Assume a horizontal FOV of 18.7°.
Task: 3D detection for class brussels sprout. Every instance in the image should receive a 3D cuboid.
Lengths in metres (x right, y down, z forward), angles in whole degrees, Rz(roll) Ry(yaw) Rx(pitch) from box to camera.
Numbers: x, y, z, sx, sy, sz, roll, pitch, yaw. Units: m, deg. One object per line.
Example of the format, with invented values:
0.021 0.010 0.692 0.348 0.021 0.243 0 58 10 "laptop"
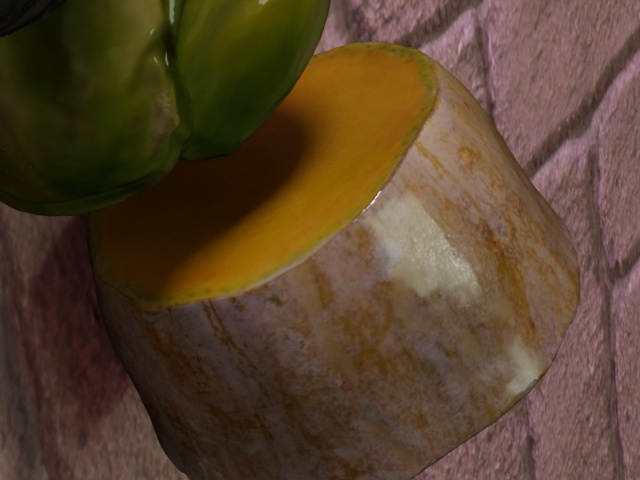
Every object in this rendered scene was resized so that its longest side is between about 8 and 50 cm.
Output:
-0.122 -0.157 1.209 0.294 0.227 0.259 -63 162 14 "brussels sprout"

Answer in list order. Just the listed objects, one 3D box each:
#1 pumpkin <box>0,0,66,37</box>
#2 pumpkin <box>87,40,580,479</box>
-0.233 -0.236 0.943 0.328 0.257 0.291 -10 111 -54 "pumpkin"
0.000 0.000 1.353 0.332 0.332 0.199 -57 138 -39 "pumpkin"
